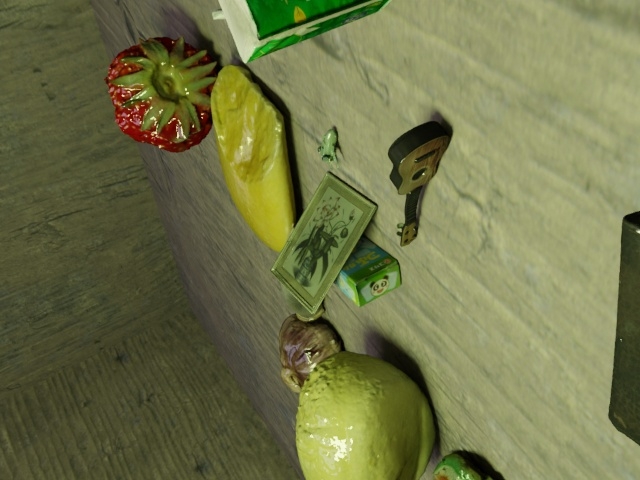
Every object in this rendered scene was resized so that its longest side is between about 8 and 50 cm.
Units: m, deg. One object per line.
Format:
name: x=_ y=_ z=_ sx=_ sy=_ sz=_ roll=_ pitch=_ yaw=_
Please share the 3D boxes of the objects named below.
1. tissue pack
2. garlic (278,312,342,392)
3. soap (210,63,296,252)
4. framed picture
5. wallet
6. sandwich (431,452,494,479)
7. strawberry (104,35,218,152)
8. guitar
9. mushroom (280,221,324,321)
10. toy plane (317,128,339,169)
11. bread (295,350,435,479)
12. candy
tissue pack: x=-0.031 y=-0.335 z=0.845 sx=0.148 sy=0.209 sz=0.156 roll=66 pitch=163 yaw=-7
garlic: x=-0.033 y=0.308 z=1.708 sx=0.245 sy=0.160 sz=0.245 roll=51 pitch=157 yaw=33
soap: x=-0.151 y=-0.160 z=1.500 sx=0.306 sy=0.115 sz=0.427 roll=43 pitch=152 yaw=38
framed picture: x=0.000 y=0.000 z=1.233 sx=0.010 sy=0.231 sz=0.173 roll=22 pitch=-169 yaw=-41
wallet: x=0.368 y=0.129 z=0.656 sx=0.170 sy=0.044 sz=0.321 roll=41 pitch=153 yaw=49
sandwich: x=0.250 y=0.491 z=1.233 sx=0.109 sy=0.160 sz=0.185 roll=39 pitch=163 yaw=10
strawberry: x=-0.391 y=-0.347 z=1.627 sx=0.292 sy=0.292 sz=0.343 roll=66 pitch=159 yaw=-6
guitar: x=0.134 y=-0.072 z=0.970 sx=0.038 sy=0.083 sz=0.271 roll=58 pitch=166 yaw=26
mushroom: x=-0.042 y=0.088 z=1.546 sx=0.351 sy=0.109 sz=0.097 roll=92 pitch=179 yaw=-56
toy plane: x=0.014 y=-0.168 z=1.191 sx=0.083 sy=0.033 sz=0.080 roll=90 pitch=162 yaw=-51
bread: x=0.076 y=0.383 z=1.321 sx=0.237 sy=0.320 sz=0.321 roll=0 pitch=118 yaw=39
candy: x=0.056 y=0.038 z=1.246 sx=0.194 sy=0.097 sz=0.062 roll=41 pitch=149 yaw=49
